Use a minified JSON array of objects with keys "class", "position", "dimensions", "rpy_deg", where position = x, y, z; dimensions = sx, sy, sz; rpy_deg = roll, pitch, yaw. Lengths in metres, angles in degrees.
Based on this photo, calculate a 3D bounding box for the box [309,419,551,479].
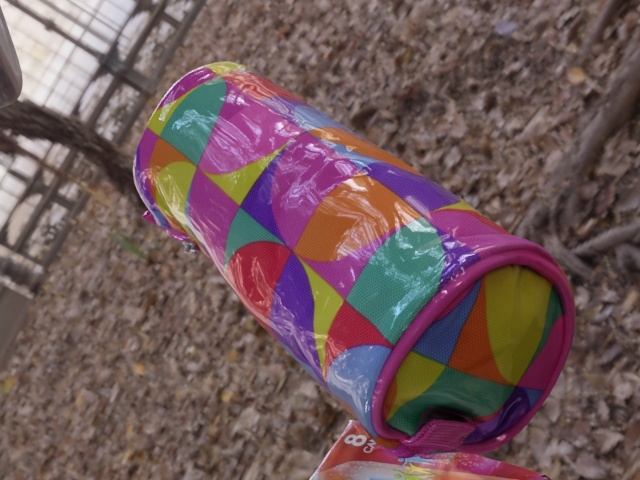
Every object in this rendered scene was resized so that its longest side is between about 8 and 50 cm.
[{"class":"box","position":[0.046,0.246,0.513],"dimensions":[0.128,0.122,0.257],"rpy_deg":[-46,-39,-49]}]

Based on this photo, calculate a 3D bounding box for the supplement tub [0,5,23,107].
[{"class":"supplement tub","position":[-0.288,-0.113,0.555],"dimensions":[0.190,0.117,0.117],"rpy_deg":[-17,20,-9]}]

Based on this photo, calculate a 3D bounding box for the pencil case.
[{"class":"pencil case","position":[0.000,0.000,0.411],"dimensions":[0.104,0.104,0.236],"rpy_deg":[-57,41,4]}]
